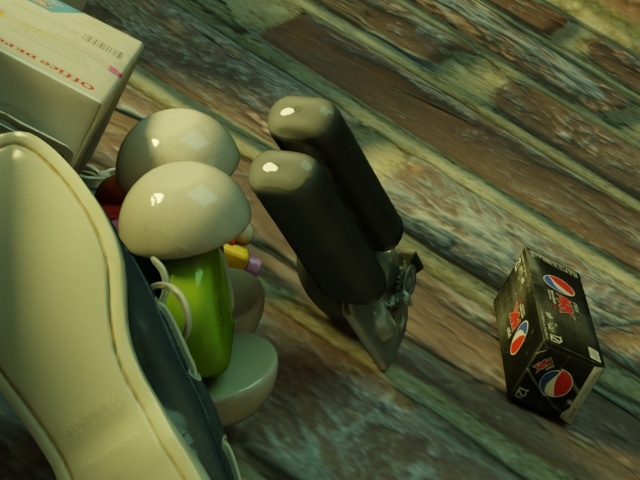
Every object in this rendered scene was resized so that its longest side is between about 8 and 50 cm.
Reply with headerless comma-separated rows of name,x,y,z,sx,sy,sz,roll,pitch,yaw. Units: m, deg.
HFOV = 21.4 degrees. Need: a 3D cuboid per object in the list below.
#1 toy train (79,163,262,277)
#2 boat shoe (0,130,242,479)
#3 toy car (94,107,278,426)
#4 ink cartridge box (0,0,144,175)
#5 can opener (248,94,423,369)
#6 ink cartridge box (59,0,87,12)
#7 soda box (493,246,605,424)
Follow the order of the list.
toy train,-0.103,-0.020,1.191,0.125,0.046,0.166,11,28,-40
boat shoe,-0.107,0.062,0.861,0.254,0.095,0.079,58,11,13
toy car,-0.104,0.020,1.001,0.136,0.159,0.182,-10,29,-3
ink cartridge box,-0.176,-0.082,1.009,0.092,0.090,0.143,27,23,-4
can opener,0.000,0.000,1.096,0.095,0.076,0.283,9,-23,23
ink cartridge box,-0.320,-0.345,1.451,0.270,0.197,0.198,38,23,24
soda box,0.174,0.072,1.308,0.053,0.060,0.169,24,22,-8
